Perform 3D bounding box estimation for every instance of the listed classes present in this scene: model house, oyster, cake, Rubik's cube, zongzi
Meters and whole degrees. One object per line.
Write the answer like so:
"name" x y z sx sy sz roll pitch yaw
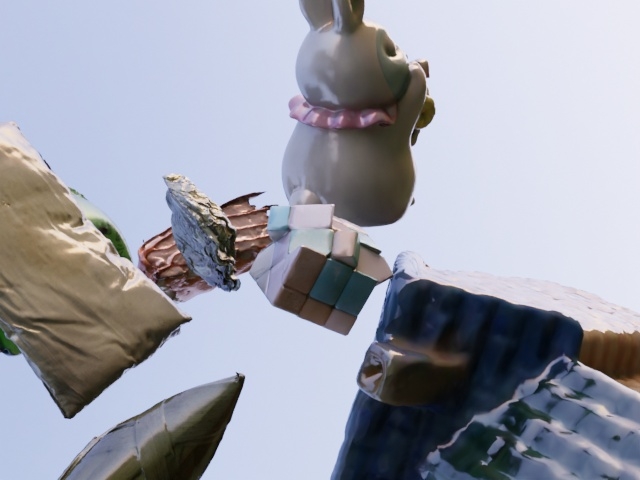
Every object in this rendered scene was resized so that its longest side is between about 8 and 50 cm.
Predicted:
"model house" 0.192 0.251 1.036 0.400 0.445 0.395 14 -81 -46
"oyster" -0.163 -0.011 1.561 0.064 0.125 0.177 -29 -73 -37
"cake" -0.172 0.016 1.701 0.287 0.098 0.135 -31 -24 -9
"Rubik's cube" -0.001 0.010 0.745 0.075 0.084 0.073 18 -73 -41
"zongzi" -0.109 0.138 0.590 0.062 0.130 0.154 47 -139 -2

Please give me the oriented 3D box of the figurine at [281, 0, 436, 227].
"figurine" 0.038 -0.137 1.021 0.155 0.127 0.235 -8 -70 -34

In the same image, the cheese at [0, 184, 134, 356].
"cheese" -0.270 0.044 1.126 0.320 0.083 0.203 -23 -80 -69

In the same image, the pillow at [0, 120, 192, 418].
"pillow" -0.216 0.015 0.868 0.229 0.050 0.148 49 -145 -1
